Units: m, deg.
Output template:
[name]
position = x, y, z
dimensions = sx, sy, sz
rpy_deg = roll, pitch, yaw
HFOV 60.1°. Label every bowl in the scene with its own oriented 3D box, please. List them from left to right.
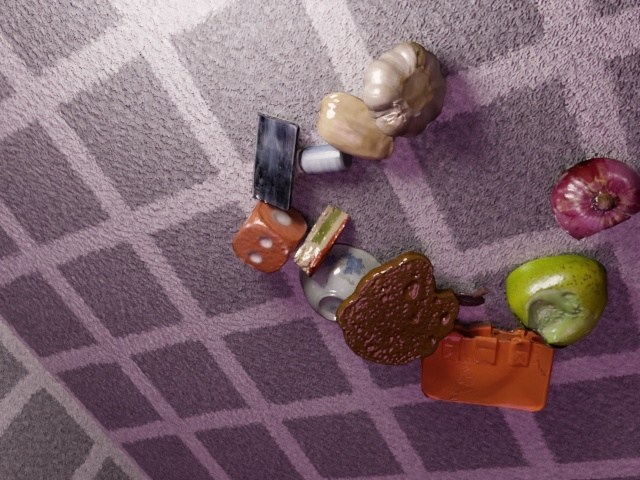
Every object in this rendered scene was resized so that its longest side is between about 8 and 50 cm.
[bowl]
position = 0.060, 0.175, 1.792
dimensions = 0.313, 0.146, 0.313
rpy_deg = 9, 124, 13

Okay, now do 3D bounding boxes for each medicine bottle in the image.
[medicine bottle]
position = -0.017, -0.229, 1.579
dimensions = 0.203, 0.083, 0.083
rpy_deg = -2, 122, 24

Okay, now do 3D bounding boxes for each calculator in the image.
[calculator]
position = -0.133, -0.223, 1.590
dimensions = 0.161, 0.021, 0.261
rpy_deg = 25, 119, 32

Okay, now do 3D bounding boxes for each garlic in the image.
[garlic]
position = 0.202, -0.365, 1.357
dimensions = 0.152, 0.228, 0.227
rpy_deg = 27, 145, 57

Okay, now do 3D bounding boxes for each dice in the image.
[dice]
position = -0.161, -0.015, 1.715
dimensions = 0.175, 0.174, 0.179
rpy_deg = 37, 125, -10

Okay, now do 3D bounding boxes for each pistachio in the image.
[pistachio]
position = 0.096, -0.300, 1.454
dimensions = 0.230, 0.157, 0.157
rpy_deg = 29, 127, -11

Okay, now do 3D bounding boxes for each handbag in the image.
[handbag]
position = 0.533, 0.404, 1.819
dimensions = 0.410, 0.116, 0.303
rpy_deg = 3, 121, 15

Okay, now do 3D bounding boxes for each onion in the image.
[onion]
position = 0.684, -0.115, 1.383
dimensions = 0.200, 0.200, 0.207
rpy_deg = 48, 137, -16

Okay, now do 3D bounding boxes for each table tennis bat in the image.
[table tennis bat]
position = 0.471, 0.129, 1.713
dimensions = 0.108, 0.119, 0.170
rpy_deg = 15, 157, -12

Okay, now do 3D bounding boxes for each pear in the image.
[pear]
position = 0.704, 0.164, 1.573
dimensions = 0.292, 0.159, 0.292
rpy_deg = 7, 122, 12

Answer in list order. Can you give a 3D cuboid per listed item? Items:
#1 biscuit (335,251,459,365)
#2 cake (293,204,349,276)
[biscuit]
position = 0.241, 0.212, 1.686
dimensions = 0.359, 0.074, 0.381
rpy_deg = 18, 106, -10
[cake]
position = -0.005, 0.006, 1.673
dimensions = 0.086, 0.117, 0.220
rpy_deg = 33, 107, 3
